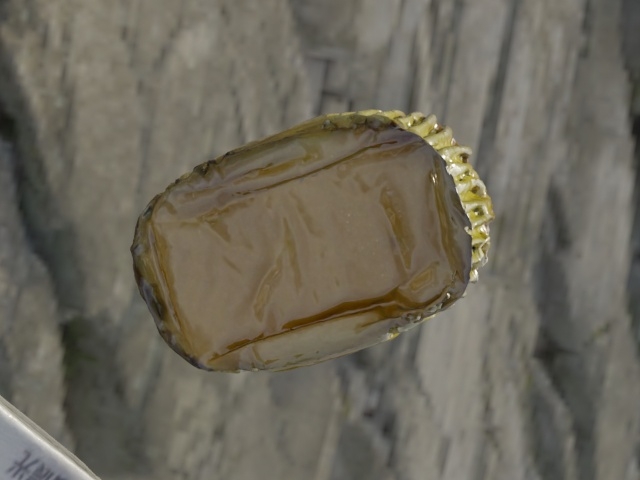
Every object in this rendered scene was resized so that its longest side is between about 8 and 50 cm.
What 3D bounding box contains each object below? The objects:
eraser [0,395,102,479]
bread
[{"bbox_3d":[-0.229,0.188,1.333,0.124,0.081,0.279,-47,145,-7],"label":"eraser"},{"bbox_3d":[0.000,0.000,1.070,0.114,0.190,0.132,-16,90,-74],"label":"bread"}]
